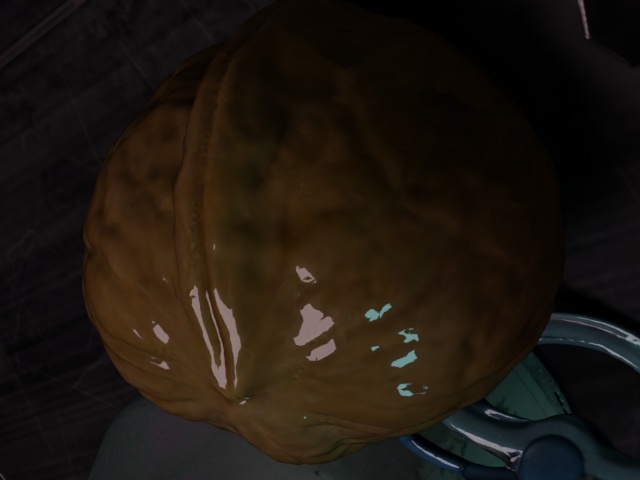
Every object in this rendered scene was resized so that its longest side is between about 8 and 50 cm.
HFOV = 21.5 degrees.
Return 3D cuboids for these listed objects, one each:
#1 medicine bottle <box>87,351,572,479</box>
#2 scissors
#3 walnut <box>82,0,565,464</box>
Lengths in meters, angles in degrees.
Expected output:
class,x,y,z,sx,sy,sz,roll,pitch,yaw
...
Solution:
class,x,y,z,sx,sy,sz,roll,pitch,yaw
medicine bottle,-0.026,0.173,0.938,0.245,0.290,0.245,28,143,23
scissors,0.221,0.152,0.804,0.393,0.180,0.032,16,160,15
walnut,0.000,0.000,0.783,0.228,0.228,0.228,28,143,24
